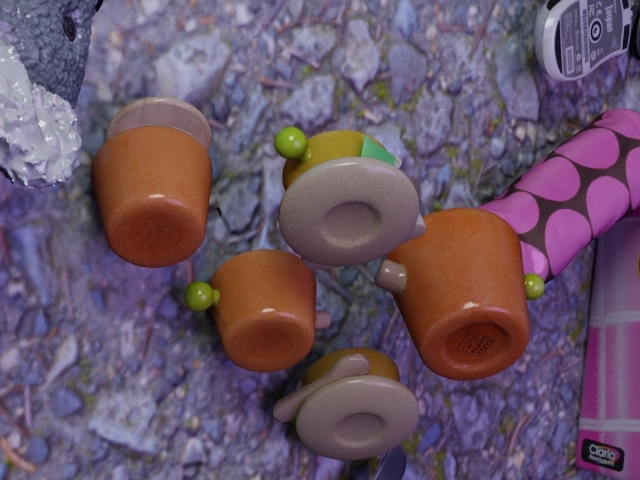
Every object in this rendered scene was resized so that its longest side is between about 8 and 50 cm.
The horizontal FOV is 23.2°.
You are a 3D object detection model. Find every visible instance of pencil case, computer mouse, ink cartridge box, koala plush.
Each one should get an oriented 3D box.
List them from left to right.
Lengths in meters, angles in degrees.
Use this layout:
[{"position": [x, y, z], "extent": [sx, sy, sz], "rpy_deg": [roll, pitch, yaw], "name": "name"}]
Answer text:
[{"position": [-0.189, -0.134, 0.783], "extent": [0.203, 0.196, 0.221], "rpy_deg": [-26, 115, -24], "name": "koala plush"}, {"position": [0.176, -0.022, 1.192], "extent": [0.209, 0.098, 0.095], "rpy_deg": [-32, 73, -34], "name": "pencil case"}, {"position": [0.218, -0.178, 1.235], "extent": [0.193, 0.042, 0.106], "rpy_deg": [-25, 119, -43], "name": "computer mouse"}, {"position": [0.309, 0.024, 1.260], "extent": [0.069, 0.176, 0.371], "rpy_deg": [2, 96, -42], "name": "ink cartridge box"}]

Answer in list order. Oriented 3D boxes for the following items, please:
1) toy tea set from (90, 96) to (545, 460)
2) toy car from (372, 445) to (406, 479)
[{"position": [0.000, 0.000, 1.019], "extent": [0.336, 0.200, 0.124], "rpy_deg": [46, 23, -39], "name": "toy tea set"}, {"position": [0.038, 0.239, 1.087], "extent": [0.188, 0.149, 0.155], "rpy_deg": [-47, 116, -40], "name": "toy car"}]
